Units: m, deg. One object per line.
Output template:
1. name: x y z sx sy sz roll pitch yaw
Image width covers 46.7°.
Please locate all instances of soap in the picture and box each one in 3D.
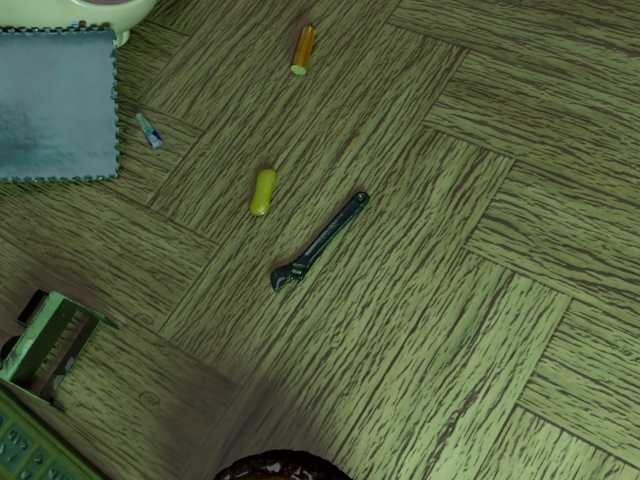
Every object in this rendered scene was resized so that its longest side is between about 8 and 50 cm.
1. soap: -0.092 -0.078 1.185 0.034 0.012 0.089 4 63 17

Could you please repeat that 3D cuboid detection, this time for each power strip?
1. power strip: -0.380 0.314 1.016 0.387 0.066 0.092 29 75 26

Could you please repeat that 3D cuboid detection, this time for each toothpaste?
1. toothpaste: -0.303 -0.192 1.304 0.024 0.015 0.083 -34 65 -7

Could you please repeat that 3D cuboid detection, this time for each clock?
1. clock: -0.476 -0.508 1.308 0.376 0.368 0.250 -17 24 -18

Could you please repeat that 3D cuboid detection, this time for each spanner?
1. spanner: 0.000 0.000 1.119 0.046 0.012 0.208 35 75 29

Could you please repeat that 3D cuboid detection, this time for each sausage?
1. sausage: -0.029 -0.340 1.303 0.031 0.031 0.107 4 64 17

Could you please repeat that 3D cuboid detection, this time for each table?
1. table: -0.418 0.153 1.117 0.175 0.062 0.146 21 69 21

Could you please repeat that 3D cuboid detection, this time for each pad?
1. pad: -0.478 -0.231 1.267 0.269 0.012 0.270 0 89 -3

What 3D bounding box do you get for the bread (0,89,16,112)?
1. bread: -0.630 -0.267 1.370 0.288 0.119 0.152 10 62 18

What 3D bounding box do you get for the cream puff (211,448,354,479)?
1. cream puff: -0.040 0.360 0.841 0.239 0.165 0.239 -8 61 15
